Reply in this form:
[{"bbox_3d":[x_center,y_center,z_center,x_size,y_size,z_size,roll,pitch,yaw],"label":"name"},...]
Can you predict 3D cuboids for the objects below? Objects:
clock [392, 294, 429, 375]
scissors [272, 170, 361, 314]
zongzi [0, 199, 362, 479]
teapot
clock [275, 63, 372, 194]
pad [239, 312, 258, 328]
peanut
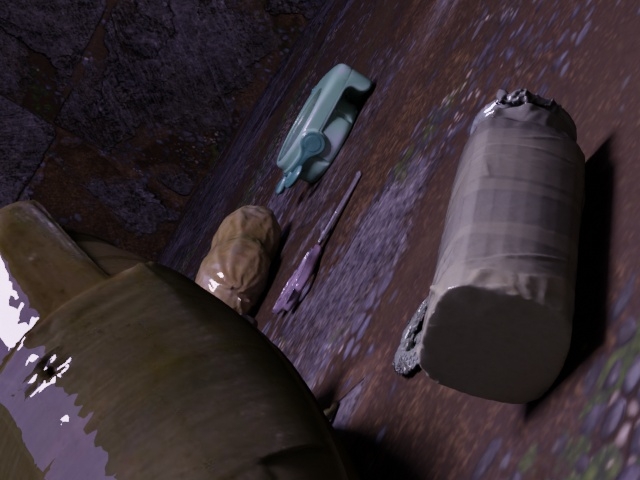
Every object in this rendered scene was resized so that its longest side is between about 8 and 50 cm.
[{"bbox_3d":[0.076,0.058,0.920,0.083,0.010,0.074,-47,15,50],"label":"clock"},{"bbox_3d":[0.000,0.000,1.486,0.189,0.015,0.100,-61,7,-15],"label":"scissors"},{"bbox_3d":[-0.012,0.193,0.784,0.181,0.418,0.447,-50,51,8],"label":"zongzi"},{"bbox_3d":[0.105,0.007,0.752,0.200,0.077,0.107,-71,-5,-50],"label":"teapot"},{"bbox_3d":[-0.005,-0.144,1.812,0.188,0.060,0.148,-62,10,-10],"label":"clock"},{"bbox_3d":[-0.115,0.237,1.093,0.286,0.018,0.284,99,-168,-54],"label":"pad"},{"bbox_3d":[-0.106,0.025,1.732,0.214,0.090,0.098,-76,6,-56],"label":"peanut"}]
